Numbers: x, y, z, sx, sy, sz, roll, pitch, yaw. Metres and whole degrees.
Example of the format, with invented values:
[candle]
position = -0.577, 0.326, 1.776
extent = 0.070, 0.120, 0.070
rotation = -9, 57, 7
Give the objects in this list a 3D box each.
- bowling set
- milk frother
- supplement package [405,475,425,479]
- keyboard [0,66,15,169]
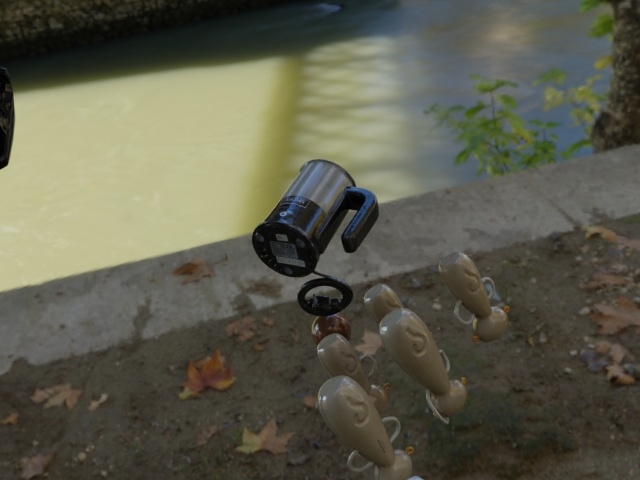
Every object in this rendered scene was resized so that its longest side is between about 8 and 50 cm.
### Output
[bowling set]
position = 0.092, 0.148, 0.816
extent = 0.287, 0.154, 0.200
rotation = -41, 19, -20
[milk frother]
position = 0.000, 0.000, 0.794
extent = 0.129, 0.143, 0.135
rotation = 21, 46, 13
[supplement package]
position = 0.061, 0.269, 0.255
extent = 0.145, 0.262, 0.204
rotation = -17, 0, -19
[keyboard]
position = -0.303, -0.104, 0.417
extent = 0.192, 0.100, 0.038
rotation = 8, -5, -29
